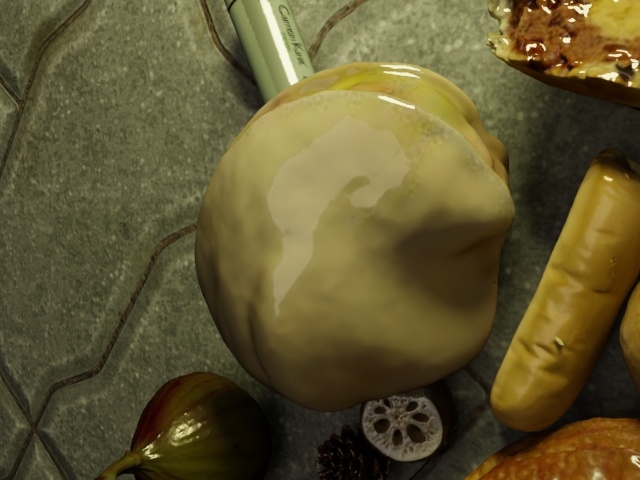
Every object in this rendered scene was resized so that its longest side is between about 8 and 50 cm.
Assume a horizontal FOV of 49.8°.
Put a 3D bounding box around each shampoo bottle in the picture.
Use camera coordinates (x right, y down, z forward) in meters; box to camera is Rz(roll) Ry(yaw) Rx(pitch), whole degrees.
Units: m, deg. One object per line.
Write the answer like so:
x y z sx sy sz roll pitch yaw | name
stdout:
-0.052 -0.236 0.953 0.085 0.085 0.262 -27 79 36 | shampoo bottle

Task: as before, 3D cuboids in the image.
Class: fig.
-0.210 0.301 0.996 0.217 0.321 0.216 -3 82 23 | fig

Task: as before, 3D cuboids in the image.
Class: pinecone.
0.047 0.300 0.933 0.102 0.109 0.102 7 102 38 | pinecone

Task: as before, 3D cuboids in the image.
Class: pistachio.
0.034 0.014 0.798 0.365 0.281 0.445 31 125 -3 | pistachio

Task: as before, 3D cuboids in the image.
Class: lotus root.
0.112 0.228 0.875 0.122 0.081 0.112 4 92 15 | lotus root

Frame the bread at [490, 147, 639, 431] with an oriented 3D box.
0.268 0.059 0.718 0.091 0.142 0.305 23 110 14 | bread

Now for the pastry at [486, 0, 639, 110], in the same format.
0.303 -0.234 0.644 0.256 0.170 0.236 29 92 41 | pastry

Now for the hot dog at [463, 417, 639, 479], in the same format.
0.282 0.332 0.699 0.388 0.174 0.267 -34 88 19 | hot dog

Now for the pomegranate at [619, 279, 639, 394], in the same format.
0.370 0.090 0.630 0.196 0.196 0.196 6 99 37 | pomegranate
